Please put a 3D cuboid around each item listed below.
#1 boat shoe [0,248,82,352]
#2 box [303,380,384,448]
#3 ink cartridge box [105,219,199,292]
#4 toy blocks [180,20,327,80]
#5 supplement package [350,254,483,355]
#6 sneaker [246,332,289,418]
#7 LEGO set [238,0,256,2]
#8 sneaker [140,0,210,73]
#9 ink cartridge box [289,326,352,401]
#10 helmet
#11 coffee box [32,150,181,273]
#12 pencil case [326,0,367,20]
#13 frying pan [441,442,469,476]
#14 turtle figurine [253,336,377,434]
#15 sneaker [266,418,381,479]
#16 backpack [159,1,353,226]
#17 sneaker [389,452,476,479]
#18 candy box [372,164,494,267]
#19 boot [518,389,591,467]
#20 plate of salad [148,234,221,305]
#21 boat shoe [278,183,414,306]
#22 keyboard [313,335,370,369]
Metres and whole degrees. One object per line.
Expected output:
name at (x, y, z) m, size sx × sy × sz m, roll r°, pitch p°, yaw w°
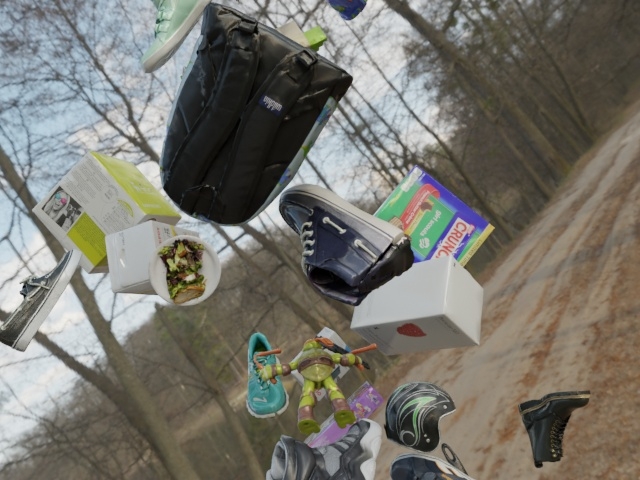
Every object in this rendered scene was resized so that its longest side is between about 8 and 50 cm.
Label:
boat shoe at (-0.754, 0.140, 1.453) m, size 0.113 × 0.104 × 0.307 m, roll -23°, pitch 39°, yaw 57°
box at (0.054, 0.533, 1.566) m, size 0.293 × 0.057 × 0.201 m, roll -43°, pitch -8°, yaw -6°
ink cartridge box at (-0.557, 0.068, 1.857) m, size 0.197 × 0.198 × 0.270 m, roll -17°, pitch -13°, yaw 19°
toy blocks at (-0.165, -0.430, 1.518) m, size 0.381 × 0.191 × 0.261 m, roll -29°, pitch -19°, yaw -7°
supplement package at (0.257, 0.181, 1.452) m, size 0.292 × 0.177 × 0.175 m, roll -18°, pitch 44°, yaw 40°
sneaker at (-0.150, 0.343, 1.386) m, size 0.106 × 0.110 × 0.275 m, roll -14°, pitch 28°, yaw -8°
LEGO set at (-0.144, -0.532, 1.185) m, size 0.083 × 0.024 × 0.054 m, roll 6°, pitch 46°, yaw 30°
sneaker at (-0.372, -0.513, 1.240) m, size 0.256 × 0.151 × 0.094 m, roll -59°, pitch 20°, yaw -13°
ink cartridge box at (0.006, 0.403, 1.778) m, size 0.190 × 0.140 × 0.082 m, roll -45°, pitch 18°, yaw -15°
helmet at (0.249, 0.434, 1.365) m, size 0.169 × 0.169 × 0.162 m, roll 97°, pitch -173°, yaw -82°
coffee box at (-0.833, -0.105, 2.176) m, size 0.334 × 0.338 × 0.337 m, roll -44°, pitch -6°, yaw 6°
pencil case at (0.034, -0.819, 1.720) m, size 0.306 × 0.133 × 0.119 m, roll 18°, pitch -71°, yaw -51°
frying pan at (0.403, 0.710, 1.406) m, size 0.197 × 0.326 × 0.053 m, roll -48°, pitch -29°, yaw -18°
turtle figurine at (0.007, 0.270, 1.094) m, size 0.269 × 0.217 × 0.087 m, roll -1°, pitch -53°, yaw -12°
sneaker at (0.006, 0.339, 0.848) m, size 0.268 × 0.153 × 0.101 m, roll -41°, pitch -29°, yaw -74°
backpack at (-0.148, -0.197, 1.020) m, size 0.273 × 0.290 × 0.356 m, roll -152°, pitch 86°, yaw -83°
sneaker at (0.310, 0.632, 1.342) m, size 0.127 × 0.320 × 0.126 m, roll -9°, pitch -70°, yaw -62°
candy box at (0.333, -0.030, 1.721) m, size 0.268 × 0.317 × 0.122 m, roll -51°, pitch 0°, yaw -4°
boot at (0.515, 0.403, 1.164) m, size 0.076 × 0.137 × 0.198 m, roll 4°, pitch -29°, yaw -14°
plate of salad at (-0.379, 0.085, 1.519) m, size 0.199 × 0.200 × 0.048 m, roll -36°, pitch 7°, yaw -6°
boat shoe at (0.000, 0.000, 1.046) m, size 0.158 × 0.340 × 0.127 m, roll -37°, pitch -47°, yaw -30°
keyboard at (0.048, 0.276, 1.361) m, size 0.180 × 0.108 × 0.023 m, roll 41°, pitch -108°, yaw -48°
